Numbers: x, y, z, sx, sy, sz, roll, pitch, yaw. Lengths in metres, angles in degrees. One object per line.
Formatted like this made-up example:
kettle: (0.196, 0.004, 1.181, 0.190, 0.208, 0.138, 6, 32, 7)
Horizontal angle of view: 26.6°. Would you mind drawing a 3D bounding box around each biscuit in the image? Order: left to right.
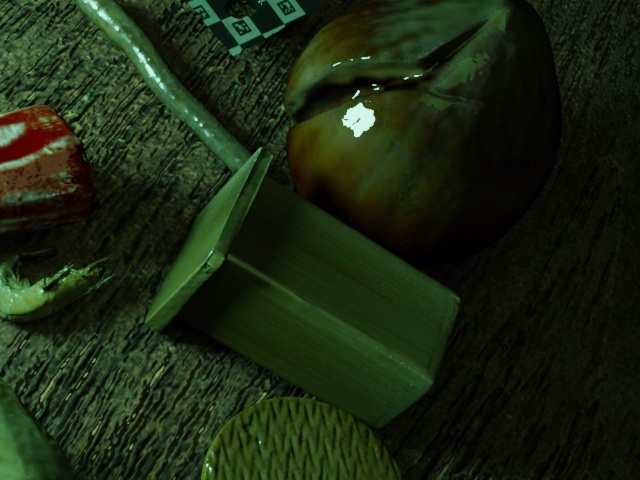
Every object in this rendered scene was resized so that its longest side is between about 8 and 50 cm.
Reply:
biscuit: (-0.015, 0.297, 1.509, 0.261, 0.037, 0.262, 14, 53, -19)

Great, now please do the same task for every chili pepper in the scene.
chili pepper: (-0.388, -0.069, 1.516, 0.252, 0.136, 0.144, -14, 100, -37)

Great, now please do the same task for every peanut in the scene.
peanut: (-0.339, 0.210, 1.343, 0.129, 0.129, 0.224, -28, 66, -39)

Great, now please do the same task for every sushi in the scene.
sushi: (-0.134, -0.362, 1.902, 0.215, 0.050, 0.192, 50, 53, 4)

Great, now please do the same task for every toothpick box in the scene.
toothpick box: (-0.011, 0.071, 1.585, 0.308, 0.190, 0.187, 32, 48, -11)

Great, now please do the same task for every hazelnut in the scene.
hazelnut: (0.131, -0.163, 1.717, 0.359, 0.359, 0.409, 41, 31, 4)

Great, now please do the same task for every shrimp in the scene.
shrimp: (-0.313, 0.041, 1.540, 0.162, 0.045, 0.095, -24, 51, -33)

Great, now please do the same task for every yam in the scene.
yam: (-0.200, -0.209, 1.765, 0.327, 0.045, 0.045, 47, 18, 8)

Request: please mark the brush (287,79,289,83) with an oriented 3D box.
brush: (-0.011, -0.197, 1.872, 0.083, 0.019, 0.021, 48, 40, 12)
